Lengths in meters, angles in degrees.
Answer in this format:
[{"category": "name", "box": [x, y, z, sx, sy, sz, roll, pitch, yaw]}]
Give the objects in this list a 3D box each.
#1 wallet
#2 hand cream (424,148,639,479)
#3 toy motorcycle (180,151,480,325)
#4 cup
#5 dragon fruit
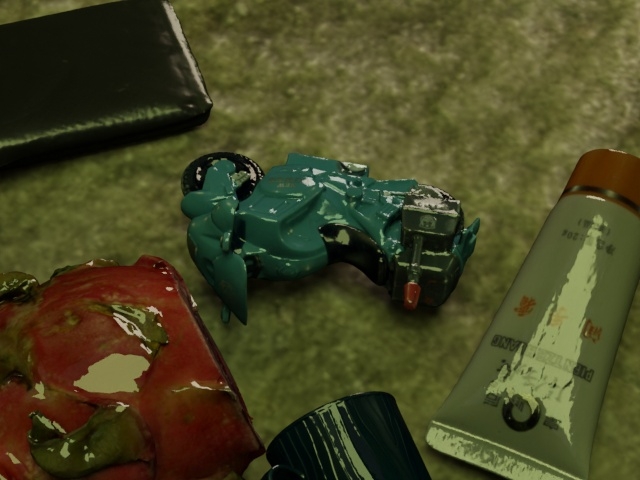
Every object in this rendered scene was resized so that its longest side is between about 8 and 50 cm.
[{"category": "wallet", "box": [-0.239, -0.151, 1.500, 0.245, 0.052, 0.169, -14, 59, -15]}, {"category": "hand cream", "box": [0.204, 0.067, 1.360, 0.139, 0.089, 0.314, 18, 67, 12]}, {"category": "toy motorcycle", "box": [0.000, 0.000, 1.370, 0.272, 0.124, 0.182, 9, 48, 4]}, {"category": "cup", "box": [0.020, 0.214, 1.238, 0.150, 0.113, 0.138, -20, 62, -14]}, {"category": "dragon fruit", "box": [-0.203, 0.152, 1.203, 0.291, 0.250, 0.269, -29, 55, 0]}]
